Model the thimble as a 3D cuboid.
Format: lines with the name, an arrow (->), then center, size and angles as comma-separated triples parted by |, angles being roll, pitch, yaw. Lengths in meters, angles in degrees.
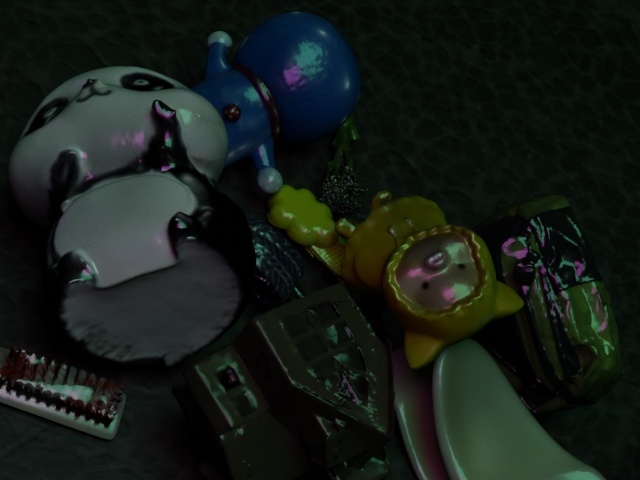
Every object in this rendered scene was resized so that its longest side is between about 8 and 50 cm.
thimble -> -0.072, 0.024, 1.549 | 0.104, 0.095, 0.066 | 29, 64, 8

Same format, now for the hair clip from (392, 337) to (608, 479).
hair clip -> 0.182, 0.227, 1.550 | 0.172, 0.113, 0.282 | -26, 78, -36

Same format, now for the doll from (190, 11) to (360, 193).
doll -> -0.070, -0.169, 1.664 | 0.257, 0.161, 0.215 | -28, 88, -20

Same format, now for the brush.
brush -> -0.352, 0.123, 1.382 | 0.321, 0.050, 0.060 | 21, 56, -12

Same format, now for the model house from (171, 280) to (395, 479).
model house -> -0.015, 0.210, 1.388 | 0.204, 0.211, 0.243 | -22, 71, -34

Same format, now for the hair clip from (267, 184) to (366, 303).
hair clip -> 0.000, 0.000, 1.639 | 0.072, 0.046, 0.173 | -32, 77, -36

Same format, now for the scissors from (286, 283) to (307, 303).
scissors -> -0.015, 0.086, 1.594 | 0.088, 0.017, 0.220 | -26, 72, -34

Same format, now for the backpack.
backpack -> 0.252, 0.085, 1.610 | 0.140, 0.207, 0.253 | -14, 76, -33

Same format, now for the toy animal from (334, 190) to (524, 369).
toy animal -> 0.108, 0.032, 1.542 | 0.156, 0.156, 0.230 | -9, 41, -31

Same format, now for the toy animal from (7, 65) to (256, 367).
toy animal -> -0.206, -0.043, 1.457 | 0.251, 0.251, 0.310 | 5, 49, -24

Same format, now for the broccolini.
broccolini -> 0.029, -0.127, 1.730 | 0.058, 0.067, 0.216 | 48, 37, -44
